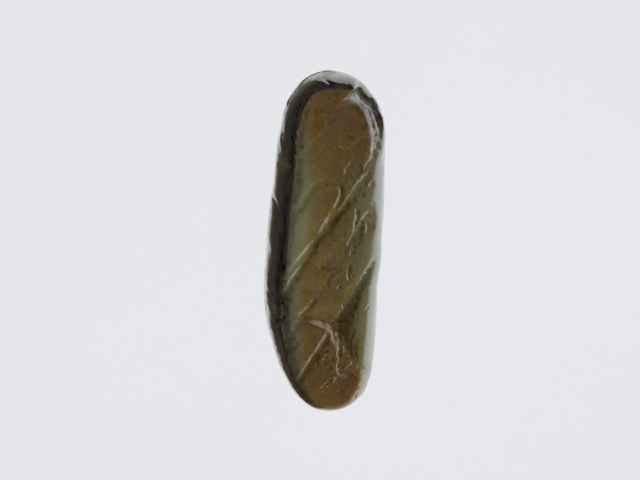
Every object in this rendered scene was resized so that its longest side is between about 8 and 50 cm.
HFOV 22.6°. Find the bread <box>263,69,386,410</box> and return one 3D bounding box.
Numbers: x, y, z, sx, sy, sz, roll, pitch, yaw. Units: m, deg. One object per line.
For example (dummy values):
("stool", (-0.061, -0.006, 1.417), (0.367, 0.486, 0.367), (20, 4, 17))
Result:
("bread", (0.000, 0.000, 0.966), (0.053, 0.073, 0.214), (-128, -143, -64))
